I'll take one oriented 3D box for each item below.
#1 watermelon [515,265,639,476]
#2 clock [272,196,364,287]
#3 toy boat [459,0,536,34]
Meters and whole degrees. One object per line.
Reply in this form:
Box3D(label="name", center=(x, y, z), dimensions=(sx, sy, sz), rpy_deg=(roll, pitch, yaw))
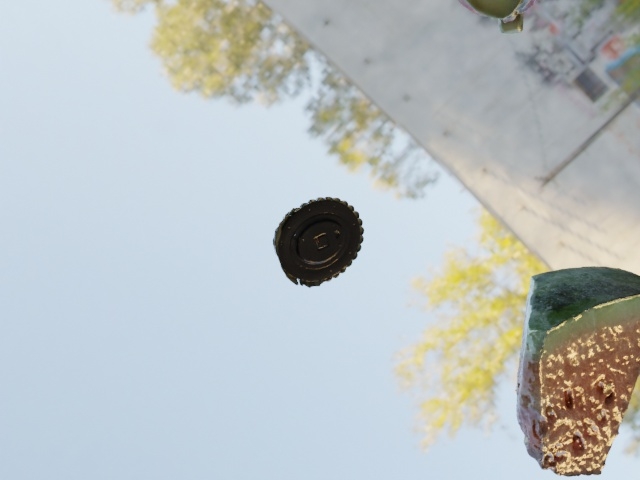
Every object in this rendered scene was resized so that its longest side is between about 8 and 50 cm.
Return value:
Box3D(label="watermelon", center=(0.311, 0.171, 1.401), dimensions=(0.193, 0.257, 0.140), rpy_deg=(-6, -163, -19))
Box3D(label="clock", center=(0.000, 0.000, 0.952), dimensions=(0.010, 0.083, 0.074), rpy_deg=(24, 137, 63))
Box3D(label="toy boat", center=(0.130, -0.228, 0.863), dimensions=(0.071, 0.089, 0.185), rpy_deg=(-77, -26, -50))
